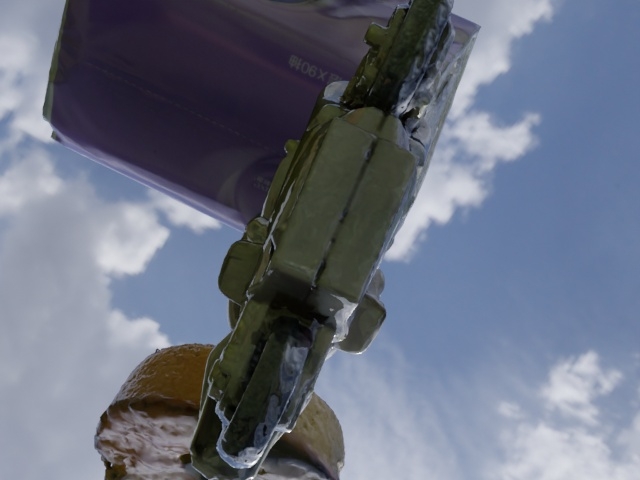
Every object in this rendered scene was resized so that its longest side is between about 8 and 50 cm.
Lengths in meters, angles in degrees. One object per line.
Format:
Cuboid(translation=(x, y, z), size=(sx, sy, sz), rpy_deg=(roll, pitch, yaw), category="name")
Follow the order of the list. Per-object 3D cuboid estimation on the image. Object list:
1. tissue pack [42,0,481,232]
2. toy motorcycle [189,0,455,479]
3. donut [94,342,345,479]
Cuboid(translation=(-0.063, -0.137, 1.203), size=(0.160, 0.338, 0.242), rpy_deg=(-54, 166, -49), category="tissue pack")
Cuboid(translation=(0.000, 0.000, 0.907), size=(0.223, 0.108, 0.340), rpy_deg=(126, -12, -71), category="toy motorcycle")
Cuboid(translation=(-0.092, 0.202, 1.309), size=(0.253, 0.253, 0.118), rpy_deg=(-13, -140, 37), category="donut")
